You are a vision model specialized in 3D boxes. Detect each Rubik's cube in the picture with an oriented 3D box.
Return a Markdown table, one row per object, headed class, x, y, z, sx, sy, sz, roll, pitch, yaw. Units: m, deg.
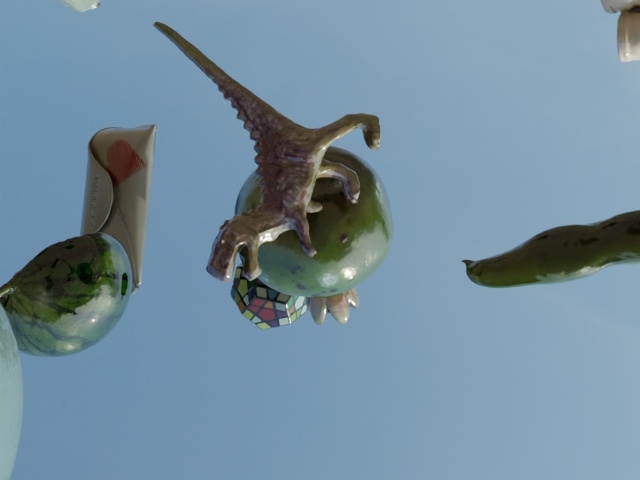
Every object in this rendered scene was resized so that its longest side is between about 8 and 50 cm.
| class | x | y | z | sx | sy | sz | roll | pitch | yaw |
| --- | --- | --- | --- | --- | --- | --- | --- | --- | --- |
| Rubik's cube | -0.078 | 0.078 | 1.527 | 0.133 | 0.112 | 0.133 | -17 | -164 | 5 |

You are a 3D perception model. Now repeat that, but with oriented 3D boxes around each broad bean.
| class | x | y | z | sx | sy | sz | roll | pitch | yaw |
| --- | --- | --- | --- | --- | --- | --- | --- | --- | --- |
| broad bean | 0.277 | 0.001 | 0.868 | 0.298 | 0.043 | 0.060 | -10 | -131 | 13 |

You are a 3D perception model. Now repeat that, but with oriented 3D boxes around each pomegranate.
| class | x | y | z | sx | sy | sz | roll | pitch | yaw |
| --- | --- | --- | --- | --- | --- | --- | --- | --- | --- |
| pomegranate | -0.001 | 0.001 | 1.103 | 0.187 | 0.225 | 0.187 | -9 | -140 | 8 |

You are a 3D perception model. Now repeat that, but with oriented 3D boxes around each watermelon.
| class | x | y | z | sx | sy | sz | roll | pitch | yaw |
| --- | --- | --- | --- | --- | --- | --- | --- | --- | --- |
| watermelon | -0.338 | 0.086 | 1.277 | 0.204 | 0.232 | 0.127 | -39 | -96 | 4 |

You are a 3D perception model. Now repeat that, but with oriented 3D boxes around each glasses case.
| class | x | y | z | sx | sy | sz | roll | pitch | yaw |
| --- | --- | --- | --- | --- | --- | --- | --- | --- | --- |
| glasses case | -0.331 | -0.052 | 1.544 | 0.083 | 0.128 | 0.308 | 14 | -107 | -41 |

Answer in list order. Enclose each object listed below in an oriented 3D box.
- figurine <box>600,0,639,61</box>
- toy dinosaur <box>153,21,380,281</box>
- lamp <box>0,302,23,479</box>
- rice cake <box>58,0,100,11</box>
| class | x | y | z | sx | sy | sz | roll | pitch | yaw |
| --- | --- | --- | --- | --- | --- | --- | --- | --- | --- |
| figurine | 0.349 | -0.182 | 0.678 | 0.257 | 0.181 | 0.144 | 6 | -161 | 38 |
| toy dinosaur | -0.045 | -0.092 | 0.927 | 0.200 | 0.251 | 0.072 | -7 | -171 | -20 |
| lamp | -0.250 | 0.078 | 0.528 | 0.147 | 0.284 | 0.209 | -14 | -152 | 4 |
| rice cake | -0.155 | -0.283 | 0.656 | 0.043 | 0.127 | 0.237 | 14 | -99 | 19 |
